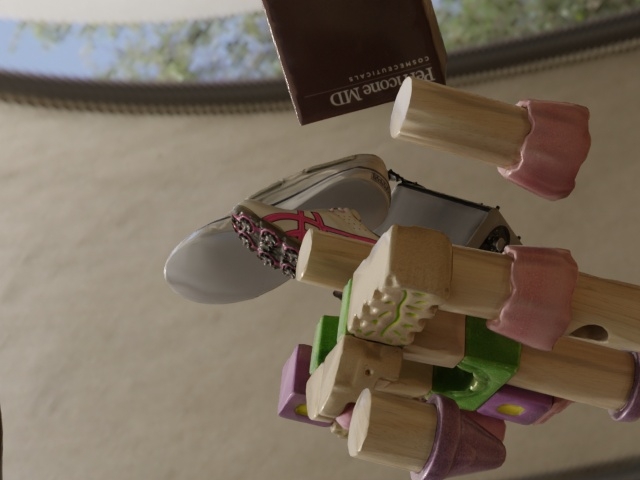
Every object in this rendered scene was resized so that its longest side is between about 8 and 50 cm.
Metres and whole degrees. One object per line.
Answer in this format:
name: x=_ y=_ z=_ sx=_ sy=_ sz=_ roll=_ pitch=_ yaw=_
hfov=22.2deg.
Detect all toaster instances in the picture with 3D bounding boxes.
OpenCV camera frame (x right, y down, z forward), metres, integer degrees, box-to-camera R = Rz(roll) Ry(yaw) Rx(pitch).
toaster: x=0.153 y=0.019 z=1.981 sx=0.186 sy=0.110 sz=0.168 roll=19 pitch=158 yaw=41

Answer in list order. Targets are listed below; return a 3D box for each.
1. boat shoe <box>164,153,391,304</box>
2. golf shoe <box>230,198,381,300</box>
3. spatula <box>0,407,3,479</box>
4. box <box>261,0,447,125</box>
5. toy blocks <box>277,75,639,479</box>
boat shoe: x=-0.046 y=-0.019 z=1.755 sx=0.096 sy=0.268 sz=0.088 roll=52 pitch=-158 yaw=-23
golf shoe: x=0.000 y=0.000 z=1.649 sx=0.186 sy=0.067 sz=0.086 roll=25 pitch=-121 yaw=9
spatula: x=-0.241 y=0.213 z=1.270 sx=0.030 sy=0.296 sz=0.084 roll=-2 pitch=-139 yaw=4
box: x=0.013 y=-0.349 z=1.947 sx=0.143 sy=0.191 sz=0.381 roll=-81 pitch=-26 yaw=-66
toy blocks: x=0.126 y=0.100 z=1.101 sx=0.260 sy=0.288 sz=0.308 roll=15 pitch=-120 yaw=-12
